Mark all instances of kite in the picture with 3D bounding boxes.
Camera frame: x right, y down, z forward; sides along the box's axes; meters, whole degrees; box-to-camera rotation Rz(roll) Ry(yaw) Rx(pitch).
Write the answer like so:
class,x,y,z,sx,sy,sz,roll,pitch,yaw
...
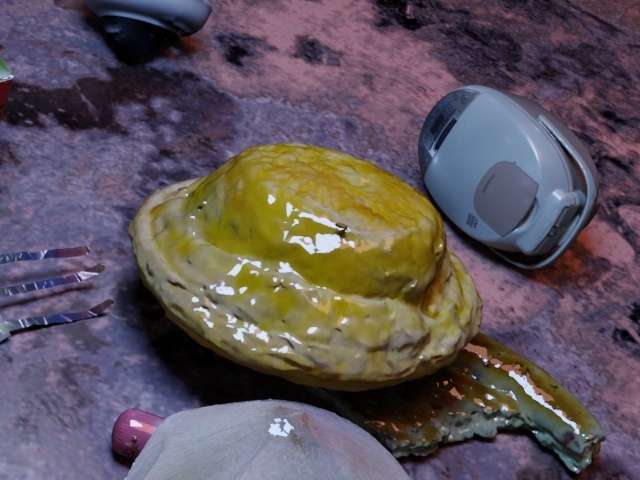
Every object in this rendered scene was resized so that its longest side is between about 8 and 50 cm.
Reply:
class,x,y,z,sx,sy,sz,roll,pitch,yaw
kite,-0.272,0.050,1.356,0.229,0.016,0.127,-8,64,-38

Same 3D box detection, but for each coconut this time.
class,x,y,z,sx,sy,sz,roll,pitch,yaw
coconut,-0.036,0.207,1.111,0.224,0.234,0.224,16,40,-14

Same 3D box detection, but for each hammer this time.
class,x,y,z,sx,sy,sz,roll,pitch,yaw
hammer,-0.122,0.158,1.293,0.083,0.043,0.043,21,35,-6

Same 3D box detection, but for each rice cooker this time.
class,x,y,z,sx,sy,sz,roll,pitch,yaw
rice cooker,0.195,-0.070,1.690,0.206,0.145,0.127,44,30,23

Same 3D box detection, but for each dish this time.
class,x,y,z,sx,sy,sz,roll,pitch,yaw
dish,-0.189,-0.224,1.735,0.141,0.078,0.141,12,-6,1

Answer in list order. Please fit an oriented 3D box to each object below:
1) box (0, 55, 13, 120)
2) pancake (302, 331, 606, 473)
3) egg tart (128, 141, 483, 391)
class,x,y,z,sx,sy,sz,roll,pitch,yaw
box,-0.370,-0.090,1.341,0.177,0.195,0.148,-6,45,-37
pancake,0.078,0.114,1.458,0.376,0.054,0.197,17,36,-8
egg tart,0.000,0.000,1.412,0.319,0.128,0.319,16,28,-9
